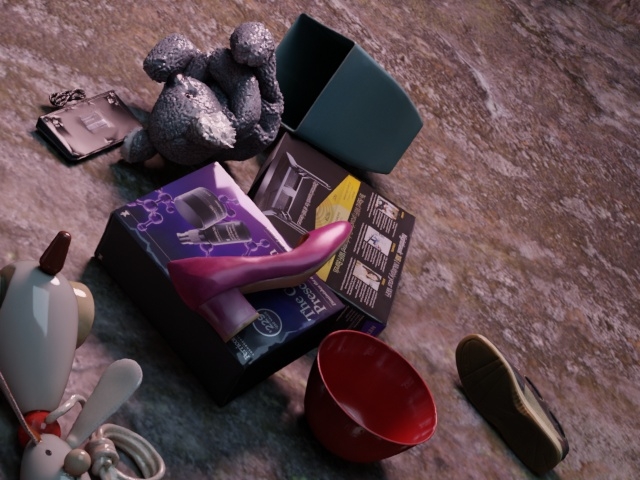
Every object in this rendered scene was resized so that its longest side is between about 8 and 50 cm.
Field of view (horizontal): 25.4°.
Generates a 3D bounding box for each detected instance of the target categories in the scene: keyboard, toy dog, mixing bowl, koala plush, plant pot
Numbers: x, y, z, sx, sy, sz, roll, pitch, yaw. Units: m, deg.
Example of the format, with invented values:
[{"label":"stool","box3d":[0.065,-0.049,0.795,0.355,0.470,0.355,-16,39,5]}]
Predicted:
[{"label":"keyboard","box3d":[-0.327,-0.168,1.979,0.108,0.023,0.180,49,31,4]},{"label":"toy dog","box3d":[-0.280,0.123,1.511,0.220,0.161,0.334,-9,55,-51]},{"label":"mixing bowl","box3d":[0.047,0.213,1.800,0.181,0.098,0.181,27,34,-20]},{"label":"koala plush","box3d":[-0.167,-0.175,2.004,0.221,0.196,0.203,-51,130,-56]},{"label":"plant pot","box3d":[0.039,-0.212,2.253,0.234,0.166,0.165,33,3,-40]}]

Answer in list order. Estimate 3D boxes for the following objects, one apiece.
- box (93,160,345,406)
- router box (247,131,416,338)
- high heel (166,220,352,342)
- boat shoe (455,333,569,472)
[{"label":"box","box3d":[-0.128,0.050,1.784,0.184,0.103,0.261,-31,72,-37]},{"label":"router box","box3d":[0.000,0.000,2.044,0.243,0.081,0.309,34,31,-7]},{"label":"high heel","box3d":[-0.069,0.015,1.716,0.244,0.082,0.117,-38,87,-28]},{"label":"boat shoe","box3d":[0.277,0.231,2.047,0.223,0.080,0.073,55,29,16]}]
